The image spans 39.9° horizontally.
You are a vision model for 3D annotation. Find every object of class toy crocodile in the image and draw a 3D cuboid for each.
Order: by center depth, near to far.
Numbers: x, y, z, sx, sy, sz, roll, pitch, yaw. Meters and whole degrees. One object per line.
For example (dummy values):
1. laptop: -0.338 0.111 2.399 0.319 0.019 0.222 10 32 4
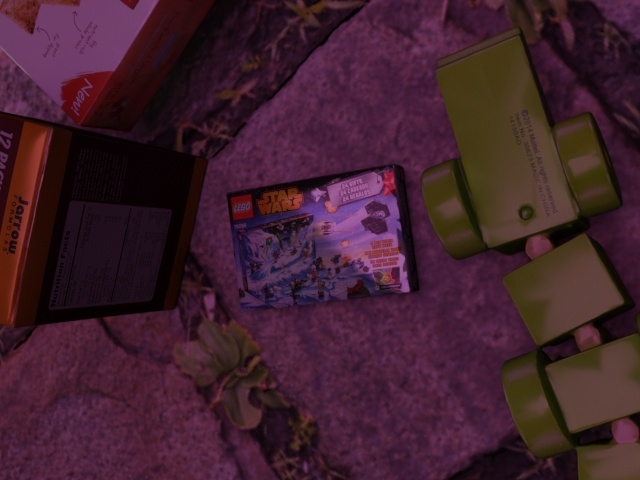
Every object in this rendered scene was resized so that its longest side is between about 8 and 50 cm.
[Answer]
1. toy crocodile: 0.156 0.025 0.565 0.115 0.105 0.341 -25 76 20

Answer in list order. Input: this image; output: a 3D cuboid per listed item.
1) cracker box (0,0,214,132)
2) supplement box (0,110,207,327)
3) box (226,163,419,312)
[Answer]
1. cracker box: -0.199 -0.215 0.680 0.232 0.067 0.156 42 108 17
2. supplement box: -0.225 -0.028 0.659 0.191 0.194 0.129 15 94 21
3. box: 0.000 0.000 0.658 0.137 0.027 0.094 -8 88 21
